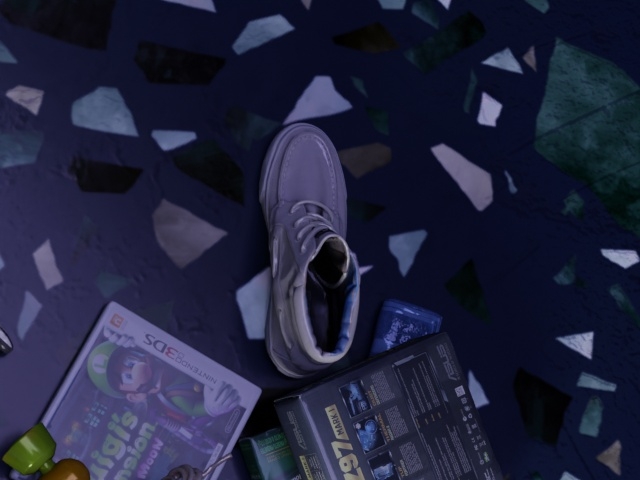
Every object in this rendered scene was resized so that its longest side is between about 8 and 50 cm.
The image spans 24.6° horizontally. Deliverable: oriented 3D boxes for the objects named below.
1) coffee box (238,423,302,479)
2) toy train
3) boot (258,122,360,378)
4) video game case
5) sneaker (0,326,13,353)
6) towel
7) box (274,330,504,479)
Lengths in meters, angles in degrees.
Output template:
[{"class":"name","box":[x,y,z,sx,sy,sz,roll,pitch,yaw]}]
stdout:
[{"class":"coffee box","box":[0.004,0.260,1.417,0.113,0.040,0.184,-17,86,-24]},{"class":"toy train","box":[-0.218,0.217,1.292,0.248,0.105,0.143,-40,84,-9]},{"class":"boot","box":[0.000,0.000,1.425,0.095,0.123,0.258,3,78,-21]},{"class":"video game case","box":[-0.170,0.180,1.378,0.173,0.022,0.190,32,70,-12]},{"class":"sneaker","box":[-0.319,0.081,1.341,0.083,0.031,0.035,37,82,-6]},{"class":"towel","box":[0.080,0.122,1.482,0.067,0.029,0.119,20,73,-15]},{"class":"box","box":[0.079,0.225,1.404,0.183,0.059,0.233,-21,88,-32]}]
